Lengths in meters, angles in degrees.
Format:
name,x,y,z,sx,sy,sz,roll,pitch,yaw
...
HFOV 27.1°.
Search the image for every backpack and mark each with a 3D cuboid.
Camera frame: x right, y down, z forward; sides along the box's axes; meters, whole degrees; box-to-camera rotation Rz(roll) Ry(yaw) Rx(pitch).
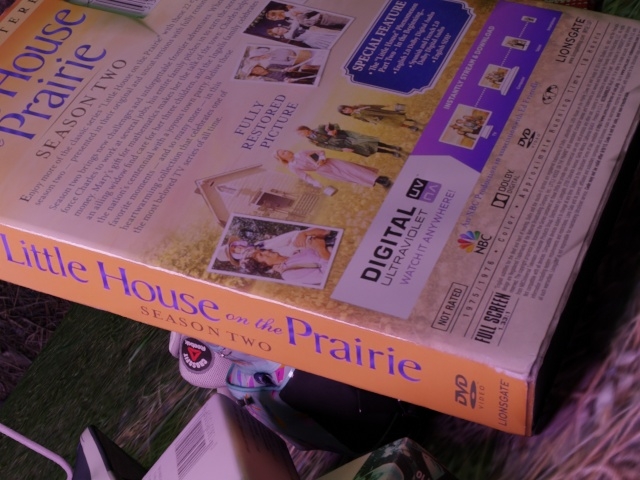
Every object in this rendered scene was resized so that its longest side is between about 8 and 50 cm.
name,x,y,z,sx,sy,sz,roll,pitch,yaw
backpack,0.007,0.055,0.885,0.166,0.144,0.188,-57,4,-18

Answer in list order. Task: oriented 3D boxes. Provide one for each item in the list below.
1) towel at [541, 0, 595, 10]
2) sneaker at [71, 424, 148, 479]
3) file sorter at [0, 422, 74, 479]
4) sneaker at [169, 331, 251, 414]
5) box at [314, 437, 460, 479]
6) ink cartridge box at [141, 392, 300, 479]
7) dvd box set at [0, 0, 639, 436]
name,x,y,z,sx,sy,sz,roll,pitch,yaw
towel,0.146,-0.198,1.186,0.199,0.031,0.275,-3,29,16
sneaker,-0.240,0.273,1.270,0.163,0.086,0.226,-48,14,-1
file sorter,-0.388,0.320,1.315,0.173,0.193,0.277,-45,19,41
sneaker,-0.062,0.032,1.005,0.330,0.122,0.146,71,-143,-49
box,-0.062,0.264,0.665,0.232,0.058,0.322,-38,17,48
ink cartridge box,-0.100,0.214,0.686,0.239,0.060,0.275,-51,11,0
dvd box set,-0.026,-0.066,0.816,0.062,0.420,0.307,86,-154,-45
